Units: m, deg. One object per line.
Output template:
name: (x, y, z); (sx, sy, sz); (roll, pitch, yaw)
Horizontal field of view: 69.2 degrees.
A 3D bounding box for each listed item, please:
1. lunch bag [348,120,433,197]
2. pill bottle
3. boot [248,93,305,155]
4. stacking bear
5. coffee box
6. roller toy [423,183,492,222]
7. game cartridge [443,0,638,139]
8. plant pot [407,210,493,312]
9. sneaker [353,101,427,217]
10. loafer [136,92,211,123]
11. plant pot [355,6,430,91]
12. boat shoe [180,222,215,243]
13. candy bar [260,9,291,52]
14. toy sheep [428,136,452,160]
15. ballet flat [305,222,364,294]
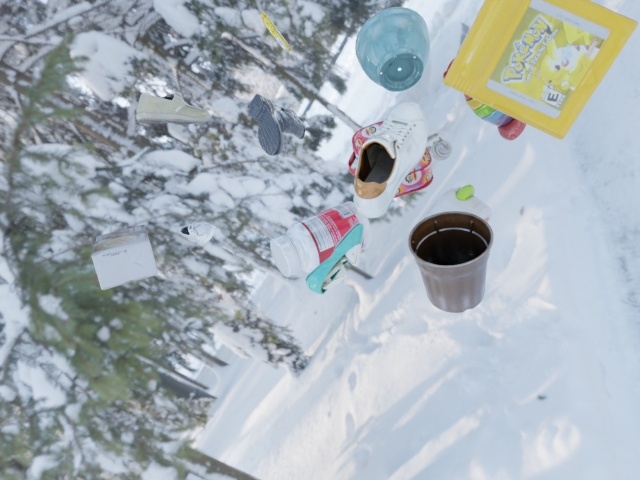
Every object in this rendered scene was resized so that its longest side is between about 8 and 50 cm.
lunch bag: (0.221, -0.274, 1.556); (0.120, 0.258, 0.293); (64, -170, -51)
pill bottle: (0.000, 0.000, 2.014); (0.407, 0.229, 0.229); (-23, -6, -22)
boot: (-0.148, -0.459, 1.897); (0.118, 0.222, 0.338); (-44, 50, 35)
stacking bear: (0.515, -0.466, 1.431); (0.175, 0.289, 0.164); (-55, 13, 12)
coffee box: (-0.531, 0.038, 1.263); (0.246, 0.141, 0.098); (-153, 50, -65)
roller toy: (0.412, -0.050, 1.396); (0.191, 0.146, 0.209); (-45, -23, -4)
game cartridge: (0.499, -0.434, 1.085); (0.286, 0.323, 0.053); (-65, -3, 23)
plant pot: (0.278, 0.054, 0.974); (0.167, 0.166, 0.165); (-70, -29, -45)
sneaker: (0.148, -0.191, 0.931); (0.123, 0.105, 0.290); (72, -142, -59)
loafer: (-0.464, -0.423, 1.489); (0.268, 0.101, 0.092); (-17, -73, -53)
plant pot: (0.290, -0.700, 1.779); (0.293, 0.292, 0.196); (-51, 37, 47)
boat shoe: (-0.419, -0.033, 1.571); (0.184, 0.063, 0.066); (5, 71, 53)
candy bar: (-0.156, -0.724, 1.617); (0.018, 0.161, 0.040); (-43, 10, -22)
toy sheep: (0.476, -0.359, 1.828); (0.091, 0.091, 0.132); (-61, -1, -1)
ballet flat: (0.063, 0.064, 1.363); (0.247, 0.087, 0.083); (-48, -24, 5)
